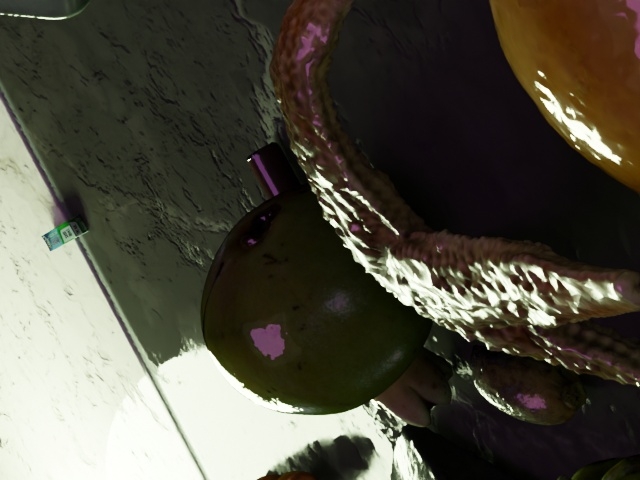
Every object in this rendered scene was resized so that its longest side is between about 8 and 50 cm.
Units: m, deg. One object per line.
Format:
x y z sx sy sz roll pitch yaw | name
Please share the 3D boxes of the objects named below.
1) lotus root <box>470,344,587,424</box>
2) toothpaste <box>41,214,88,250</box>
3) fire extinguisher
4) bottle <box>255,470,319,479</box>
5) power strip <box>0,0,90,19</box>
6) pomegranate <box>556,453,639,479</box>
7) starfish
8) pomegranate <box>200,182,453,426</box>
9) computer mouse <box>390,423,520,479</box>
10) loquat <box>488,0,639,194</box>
0.142 0.100 1.200 0.099 0.054 0.049 23 114 45 | lotus root
-0.263 -0.007 1.747 0.020 0.017 0.083 61 151 -4 | toothpaste
0.000 0.000 1.349 0.049 0.035 0.173 -27 95 22 | fire extinguisher
-0.047 0.255 1.615 0.069 0.069 0.187 55 149 6 | bottle
-0.294 -0.265 1.388 0.265 0.194 0.059 6 134 10 | power strip
0.254 0.239 1.062 0.222 0.276 0.204 -171 93 -77 | pomegranate
0.111 -0.001 0.931 0.384 0.132 0.398 25 163 45 | starfish
0.017 0.057 1.247 0.210 0.179 0.179 36 149 -1 | pomegranate
0.139 0.264 1.323 0.295 0.087 0.168 31 144 43 | computer mouse
0.194 -0.133 0.697 0.263 0.263 0.263 37 144 33 | loquat
